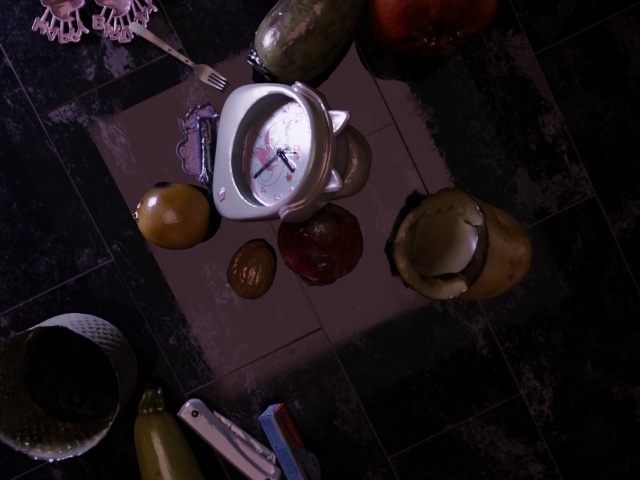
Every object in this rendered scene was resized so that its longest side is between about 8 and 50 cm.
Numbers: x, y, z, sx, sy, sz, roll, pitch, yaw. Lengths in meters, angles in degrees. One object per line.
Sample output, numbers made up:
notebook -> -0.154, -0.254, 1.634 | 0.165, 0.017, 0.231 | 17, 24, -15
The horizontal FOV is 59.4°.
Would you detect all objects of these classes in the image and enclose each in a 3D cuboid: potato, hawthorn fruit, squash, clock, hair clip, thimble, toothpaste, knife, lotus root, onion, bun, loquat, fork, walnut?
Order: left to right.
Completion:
thimble -> -0.516, 0.285, 1.138 | 0.271, 0.150, 0.270 | 0, 95, -3
squash -> -0.342, 0.446, 1.180 | 0.137, 0.137, 0.287 | -26, 89, 0
loquat -> -0.291, -0.048, 1.122 | 0.163, 0.163, 0.137 | 6, 81, -3
fork -> -0.293, -0.378, 1.152 | 0.220, 0.028, 0.034 | 30, 100, -11
hair clip -> -0.238, -0.191, 1.167 | 0.124, 0.052, 0.195 | -8, 89, -7
knife -> -0.192, 0.439, 1.220 | 0.266, 0.040, 0.073 | 41, 81, -4
walnut -> -0.141, 0.061, 1.166 | 0.105, 0.105, 0.124 | 21, 89, -4
clock -> -0.066, -0.158, 1.054 | 0.324, 0.109, 0.264 | 7, 90, 42
toothpaste -> -0.063, 0.448, 1.223 | 0.044, 0.070, 0.193 | -22, 95, 29
lotus root -> -0.011, -0.436, 1.093 | 0.173, 0.173, 0.309 | 40, 96, -5
onion -> 0.000, 0.000, 1.143 | 0.184, 0.147, 0.183 | 0, 80, 0
bun -> 0.025, -0.165, 1.144 | 0.167, 0.113, 0.172 | -2, 89, 24
hawthorn fruit -> 0.213, -0.508, 1.087 | 0.255, 0.254, 0.300 | 2, 67, -3
potato -> 0.297, 0.020, 1.108 | 0.243, 0.285, 0.242 | 7, 74, -24

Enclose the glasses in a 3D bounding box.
glasses -> -0.459, -0.474, 1.115 | 0.256, 0.095, 0.162 | -4, 111, 0
